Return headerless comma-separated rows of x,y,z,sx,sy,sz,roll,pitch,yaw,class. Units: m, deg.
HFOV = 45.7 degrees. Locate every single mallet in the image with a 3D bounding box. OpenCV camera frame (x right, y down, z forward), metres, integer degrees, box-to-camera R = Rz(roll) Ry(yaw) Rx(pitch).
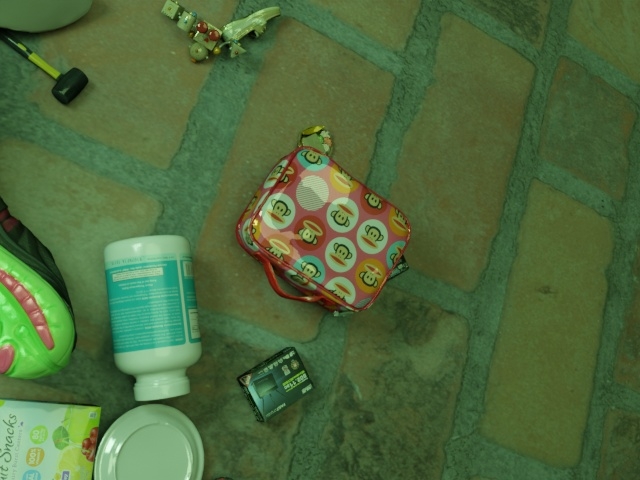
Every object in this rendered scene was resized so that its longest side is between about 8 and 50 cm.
-0.495,-0.305,1.301,0.189,0.039,0.062,31,66,-15,mallet

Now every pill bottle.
-0.278,0.129,1.275,0.146,0.146,0.264,-4,83,-27,pill bottle

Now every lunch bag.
0.000,0.000,1.404,0.293,0.120,0.258,37,71,-16,lunch bag

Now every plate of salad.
-0.288,0.377,1.281,0.199,0.048,0.200,8,77,-36,plate of salad

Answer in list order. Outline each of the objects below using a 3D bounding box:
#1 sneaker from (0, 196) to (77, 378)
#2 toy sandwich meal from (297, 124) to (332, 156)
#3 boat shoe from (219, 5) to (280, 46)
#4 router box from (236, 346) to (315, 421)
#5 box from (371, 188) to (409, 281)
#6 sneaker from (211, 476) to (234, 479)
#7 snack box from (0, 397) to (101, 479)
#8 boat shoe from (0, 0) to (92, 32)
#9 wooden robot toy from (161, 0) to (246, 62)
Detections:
-0.532,0.009,1.162,0.185,0.202,0.483,-31,80,-10,sneaker
-0.008,-0.195,1.526,0.085,0.029,0.086,4,80,-26,toy sandwich meal
-0.133,-0.419,1.492,0.135,0.050,0.045,-29,99,-17,boat shoe
-0.082,0.266,1.411,0.122,0.038,0.092,-29,96,-27,router box
0.062,0.017,1.521,0.190,0.045,0.184,-28,92,-26,box
-0.173,0.543,1.297,0.104,0.125,0.262,-3,58,2,sneaker
-0.464,0.339,1.192,0.207,0.070,0.175,9,79,-23,snack box
-0.557,-0.432,1.239,0.340,0.127,0.158,-16,62,-41,boat shoe
-0.228,-0.373,1.422,0.173,0.076,0.079,32,104,-7,wooden robot toy
